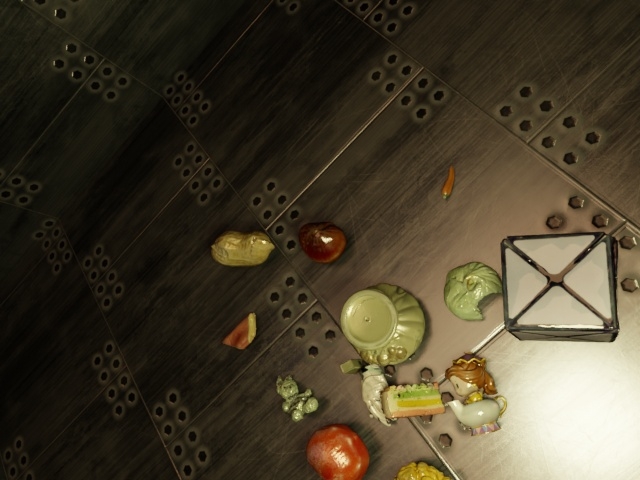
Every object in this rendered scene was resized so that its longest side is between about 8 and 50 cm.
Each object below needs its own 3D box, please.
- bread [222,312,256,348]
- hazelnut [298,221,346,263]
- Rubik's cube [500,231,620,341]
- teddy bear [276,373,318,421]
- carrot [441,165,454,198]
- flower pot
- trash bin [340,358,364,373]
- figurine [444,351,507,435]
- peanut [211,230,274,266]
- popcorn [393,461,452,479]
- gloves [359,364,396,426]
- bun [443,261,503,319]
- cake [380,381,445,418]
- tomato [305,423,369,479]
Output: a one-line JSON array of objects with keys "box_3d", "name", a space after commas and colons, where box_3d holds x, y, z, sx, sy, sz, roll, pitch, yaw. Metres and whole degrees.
[{"box_3d": [-0.342, 0.420, 2.111, 0.192, 0.067, 0.119, -42, 54, 10], "name": "bread"}, {"box_3d": [0.000, 0.000, 1.993, 0.204, 0.178, 0.177, 35, 94, 30], "name": "hazelnut"}, {"box_3d": [0.746, 0.152, 1.497, 0.311, 0.305, 0.306, -3, 72, 29], "name": "Rubik's cube"}, {"box_3d": [-0.098, 0.635, 1.916, 0.213, 0.133, 0.111, 39, 140, 48], "name": "teddy bear"}, {"box_3d": [0.500, -0.226, 1.877, 0.035, 0.035, 0.142, 12, 75, 29], "name": "carrot"}, {"box_3d": [0.213, 0.301, 1.759, 0.308, 0.244, 0.307, -8, 73, 27], "name": "flower pot"}, {"box_3d": [0.120, 0.483, 1.842, 0.061, 0.092, 0.042, -32, 66, 17], "name": "trash bin"}, {"box_3d": [0.510, 0.506, 1.612, 0.190, 0.142, 0.263, -10, 67, -9], "name": "figurine"}, {"box_3d": [-0.347, 0.035, 2.169, 0.340, 0.158, 0.174, 1, 115, 24], "name": "peanut"}, {"box_3d": [0.342, 0.855, 1.579, 0.250, 0.190, 0.249, -9, 76, 37], "name": "popcorn"}, {"box_3d": [0.209, 0.573, 1.767, 0.128, 0.111, 0.212, -26, 58, 14], "name": "gloves"}, {"box_3d": [0.533, 0.175, 1.696, 0.204, 0.127, 0.212, 8, 81, 31], "name": "bun"}, {"box_3d": [0.318, 0.565, 1.697, 0.090, 0.226, 0.109, 128, 139, -57], "name": "cake"}, {"box_3d": [0.063, 0.762, 1.727, 0.232, 0.232, 0.188, 35, 80, 30], "name": "tomato"}]
